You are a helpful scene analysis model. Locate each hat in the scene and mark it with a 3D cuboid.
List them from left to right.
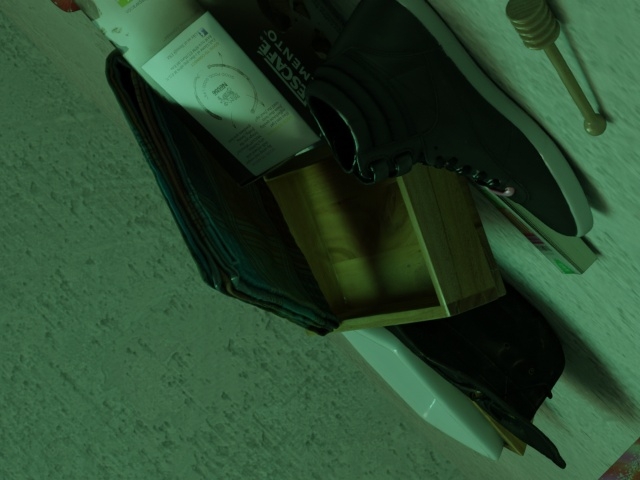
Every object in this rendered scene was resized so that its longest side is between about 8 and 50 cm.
[{"bbox_3d":[0.202,0.124,2.134,0.331,0.134,0.331,40,179,1],"label":"hat"}]

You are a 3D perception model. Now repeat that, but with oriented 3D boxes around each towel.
[{"bbox_3d":[-0.093,-0.042,1.838,0.271,0.040,0.370,63,-170,17],"label":"towel"}]

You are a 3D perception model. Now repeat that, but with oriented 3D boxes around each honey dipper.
[{"bbox_3d":[0.184,-0.129,1.335,0.030,0.030,0.161,37,173,43],"label":"honey dipper"}]

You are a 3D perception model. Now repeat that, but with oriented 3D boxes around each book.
[{"bbox_3d":[0.203,-0.026,1.739,0.144,0.035,0.096,44,176,-3],"label":"book"}]

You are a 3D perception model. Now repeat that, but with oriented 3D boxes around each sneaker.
[{"bbox_3d":[0.104,-0.077,1.555,0.296,0.147,0.104,46,170,-13],"label":"sneaker"}]

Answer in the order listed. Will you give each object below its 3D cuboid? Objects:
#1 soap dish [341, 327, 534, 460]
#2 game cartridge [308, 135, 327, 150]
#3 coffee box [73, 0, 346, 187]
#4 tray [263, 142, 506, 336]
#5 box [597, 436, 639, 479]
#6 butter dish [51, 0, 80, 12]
[{"bbox_3d":[0.163,0.167,2.516,0.291,0.118,0.229,49,168,-30],"label":"soap dish"},{"bbox_3d":[-0.033,-0.191,2.006,0.196,0.060,0.294,41,171,3],"label":"game cartridge"},{"bbox_3d":[-0.106,-0.223,1.703,0.119,0.168,0.297,-28,112,36],"label":"coffee box"},{"bbox_3d":[0.052,-0.012,1.902,0.411,0.076,0.203,-16,94,68],"label":"tray"},{"bbox_3d":[0.439,0.314,1.817,0.300,0.154,0.142,37,169,49],"label":"box"},{"bbox_3d":[-0.349,-0.367,2.368,0.160,0.118,0.160,56,164,2],"label":"butter dish"}]
